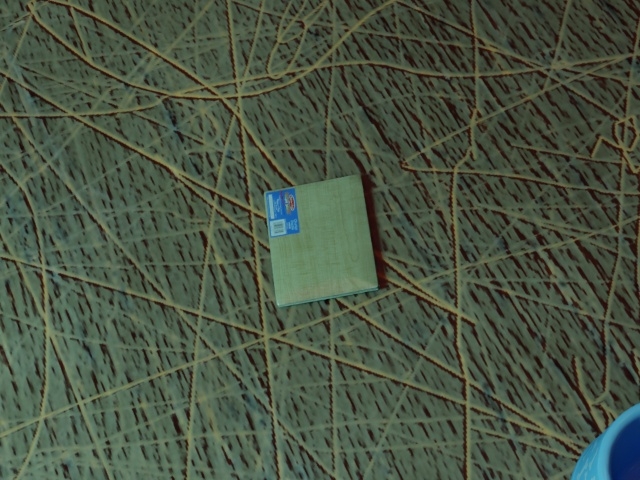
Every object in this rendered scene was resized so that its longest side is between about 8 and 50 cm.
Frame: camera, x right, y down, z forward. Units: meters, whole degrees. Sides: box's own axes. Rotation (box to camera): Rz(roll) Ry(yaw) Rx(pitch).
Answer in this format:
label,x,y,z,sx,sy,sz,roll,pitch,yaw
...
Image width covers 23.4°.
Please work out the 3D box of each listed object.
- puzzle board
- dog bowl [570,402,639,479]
label,x,y,z,sx,sy,sz,roll,pitch,yaw
puzzle board,0.000,0.000,1.460,0.096,0.011,0.128,-11,58,4
dog bowl,0.314,0.251,1.211,0.166,0.074,0.297,-19,59,-11
